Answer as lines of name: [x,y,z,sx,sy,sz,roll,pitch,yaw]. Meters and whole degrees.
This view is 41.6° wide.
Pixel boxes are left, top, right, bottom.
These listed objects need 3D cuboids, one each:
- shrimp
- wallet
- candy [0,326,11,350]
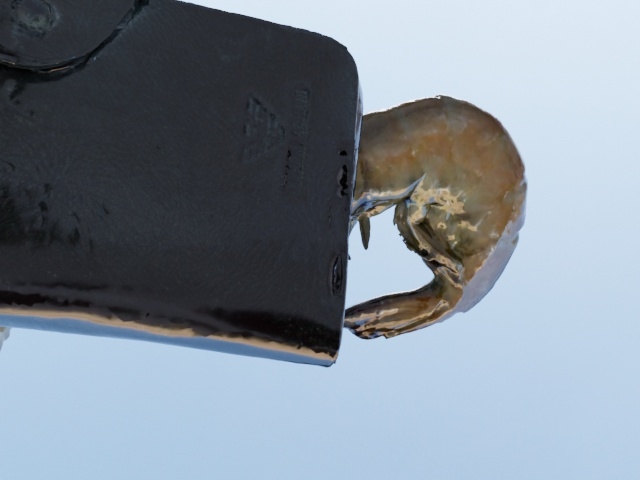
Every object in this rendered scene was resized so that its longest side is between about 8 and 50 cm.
shrimp: [0.000,0.000,0.553,0.296,0.058,0.169,-10,-70,-11]
wallet: [-0.133,-0.045,0.362,0.318,0.045,0.172,10,-104,-14]
candy: [-0.363,0.013,0.787,0.135,0.179,0.320,-22,-153,19]
